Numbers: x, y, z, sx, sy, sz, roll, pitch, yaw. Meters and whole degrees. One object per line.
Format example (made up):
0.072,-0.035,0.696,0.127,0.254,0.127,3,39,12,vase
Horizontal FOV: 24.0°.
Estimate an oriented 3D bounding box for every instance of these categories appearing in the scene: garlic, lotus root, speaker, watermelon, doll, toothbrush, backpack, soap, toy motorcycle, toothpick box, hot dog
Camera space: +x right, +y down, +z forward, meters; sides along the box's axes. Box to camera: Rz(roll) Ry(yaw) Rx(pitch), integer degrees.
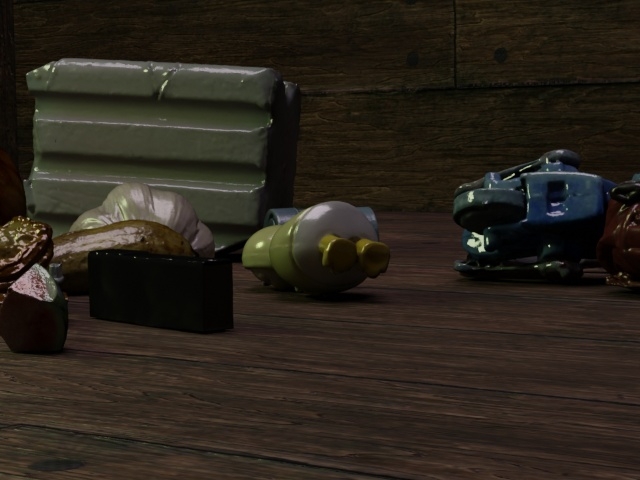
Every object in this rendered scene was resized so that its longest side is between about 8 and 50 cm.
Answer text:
-0.271,-0.017,2.319,0.229,0.142,0.178,7,0,-20,garlic
-0.291,0.024,2.071,0.258,0.097,0.110,-7,9,-25,lotus root
-0.183,0.054,1.700,0.044,0.082,0.218,-5,5,-42,speaker
-0.291,0.067,1.518,0.072,0.084,0.092,6,21,-26,watermelon
-0.018,0.023,1.975,0.141,0.117,0.296,0,-11,-27,doll
-0.312,0.048,1.710,0.020,0.025,0.286,-2,4,-5,toothbrush
0.466,0.006,1.883,0.229,0.138,0.229,15,-6,1,backpack
-0.267,-0.126,2.569,0.435,0.350,0.213,1,-3,12,soap
0.344,-0.037,2.105,0.319,0.182,0.241,-1,4,14,toy motorcycle
0.000,0.000,2.238,0.153,0.101,0.101,-3,5,-17,toothpick box
-0.461,0.036,1.846,0.259,0.114,0.175,-6,11,-34,hot dog

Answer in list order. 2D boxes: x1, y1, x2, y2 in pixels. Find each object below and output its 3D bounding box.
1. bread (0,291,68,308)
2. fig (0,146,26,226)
-0.335,0.078,1.722,0.094,0.035,0.090,-3,4,-13,bread
-0.511,-0.036,2.061,0.235,0.235,0.214,0,-7,14,fig
